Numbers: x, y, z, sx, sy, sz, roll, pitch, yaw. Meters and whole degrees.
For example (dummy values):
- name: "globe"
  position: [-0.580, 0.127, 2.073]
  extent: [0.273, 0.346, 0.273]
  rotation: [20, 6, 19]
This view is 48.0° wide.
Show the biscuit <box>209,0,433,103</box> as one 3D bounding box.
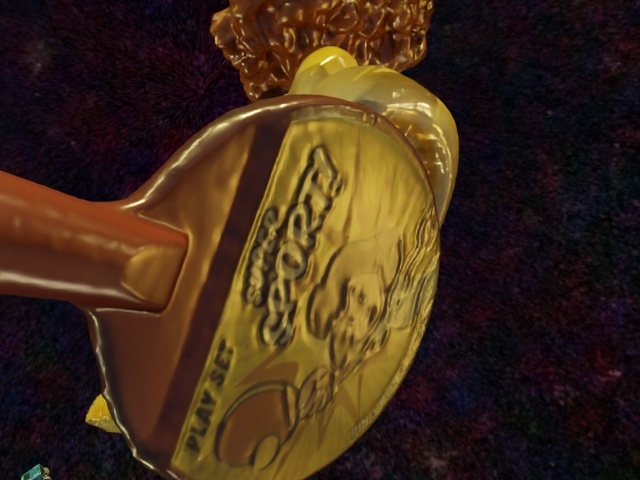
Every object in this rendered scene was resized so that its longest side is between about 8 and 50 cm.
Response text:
- name: "biscuit"
  position: [0.016, -0.300, 0.984]
  extent: [0.312, 0.318, 0.110]
  rotation: [-38, 62, -2]

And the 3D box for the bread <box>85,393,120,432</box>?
- name: "bread"
  position: [-0.378, 0.344, 1.416]
  extent: [0.103, 0.187, 0.065]
  rotation: [38, 55, -34]

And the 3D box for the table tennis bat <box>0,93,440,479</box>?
- name: "table tennis bat"
  position: [-0.044, 0.029, 0.433]
  extent: [0.414, 0.051, 0.268]
  rotation: [20, 90, -51]

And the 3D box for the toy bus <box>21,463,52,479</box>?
- name: "toy bus"
  position: [-0.461, 0.419, 1.199]
  extent: [0.046, 0.038, 0.083]
  rotation: [-31, 111, -17]

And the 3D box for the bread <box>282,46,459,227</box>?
- name: "bread"
  position: [-0.022, -0.009, 0.844]
  extent: [0.245, 0.329, 0.424]
  rotation: [31, 102, 21]
